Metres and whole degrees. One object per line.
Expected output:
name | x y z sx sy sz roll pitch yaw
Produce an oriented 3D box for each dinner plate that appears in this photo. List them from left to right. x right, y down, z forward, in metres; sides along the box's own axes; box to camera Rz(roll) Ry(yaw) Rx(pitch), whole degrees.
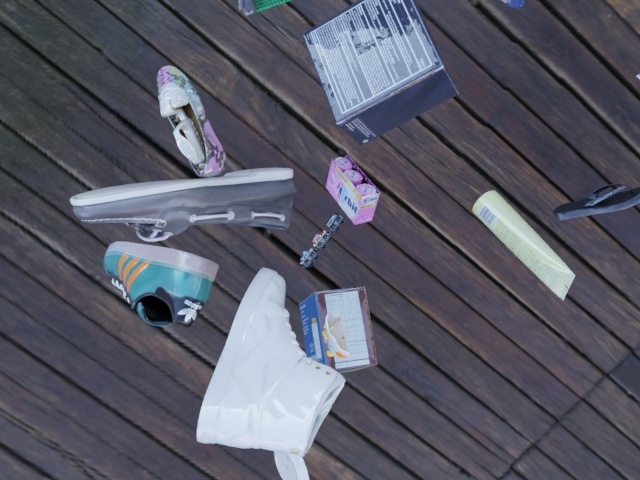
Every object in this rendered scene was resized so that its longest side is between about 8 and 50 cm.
dinner plate | -0.073 0.523 1.568 0.017 0.141 0.141 -16 110 -35

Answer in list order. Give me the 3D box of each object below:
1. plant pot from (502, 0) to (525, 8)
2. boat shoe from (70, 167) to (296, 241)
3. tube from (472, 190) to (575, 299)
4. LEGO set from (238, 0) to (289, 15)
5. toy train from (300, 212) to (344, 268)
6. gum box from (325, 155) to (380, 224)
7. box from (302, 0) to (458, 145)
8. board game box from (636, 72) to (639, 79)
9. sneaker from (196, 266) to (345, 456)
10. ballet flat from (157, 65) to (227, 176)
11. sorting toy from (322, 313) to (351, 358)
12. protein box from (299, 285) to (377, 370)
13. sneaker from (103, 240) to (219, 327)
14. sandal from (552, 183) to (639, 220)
plant pot | 0.433 -0.665 1.470 0.212 0.236 0.236 -38 70 -14
boat shoe | -0.164 -0.038 0.919 0.335 0.112 0.095 -13 102 -41
tube | 0.387 0.005 1.288 0.070 0.240 0.062 9 126 -51
LEGO set | -0.043 -0.507 1.013 0.331 0.192 0.254 -15 74 -11
toy train | 0.000 0.000 1.628 0.036 0.027 0.158 39 97 25
gum box | 0.088 -0.149 1.960 0.062 0.188 0.107 -14 139 -27
box | 0.154 -0.453 1.747 0.294 0.183 0.296 -26 69 19
board game box | 0.707 -0.316 1.132 0.142 0.144 0.275 17 125 -40
sneaker | -0.046 0.165 0.938 0.169 0.292 0.108 11 134 4
ballet flat | -0.247 -0.216 1.243 0.077 0.079 0.221 -23 97 32
sorting toy | 0.023 0.173 1.262 0.045 0.083 0.075 -15 148 2
protein box | 0.040 0.241 1.773 0.136 0.200 0.201 -5 76 -15
sneaker | -0.291 0.076 1.141 0.108 0.302 0.121 28 73 -38
sandal | 0.745 -0.108 1.816 0.255 0.097 0.054 -15 105 34
